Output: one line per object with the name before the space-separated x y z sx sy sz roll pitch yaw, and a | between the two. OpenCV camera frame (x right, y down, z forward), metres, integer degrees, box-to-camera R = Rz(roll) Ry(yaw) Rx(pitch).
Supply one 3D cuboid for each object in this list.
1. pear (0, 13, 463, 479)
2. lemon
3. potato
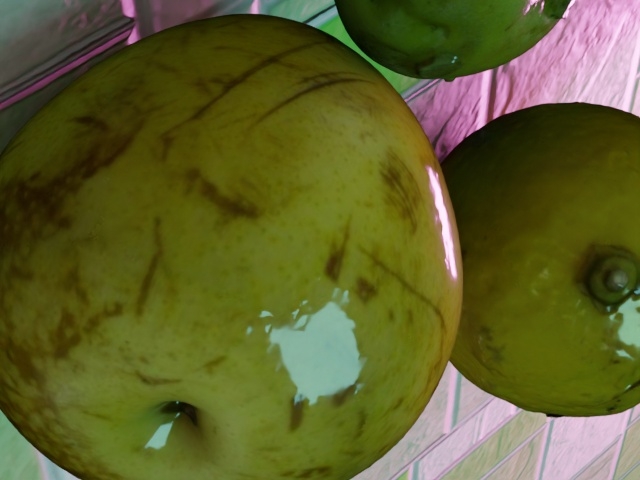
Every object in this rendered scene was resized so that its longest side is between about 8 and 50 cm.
pear | -0.055 0.013 0.812 0.281 0.281 0.280 -35 148 -26
lemon | 0.191 0.014 1.154 0.260 0.260 0.284 -37 176 -23
potato | 0.072 -0.192 0.834 0.149 0.186 0.253 -20 -166 19
